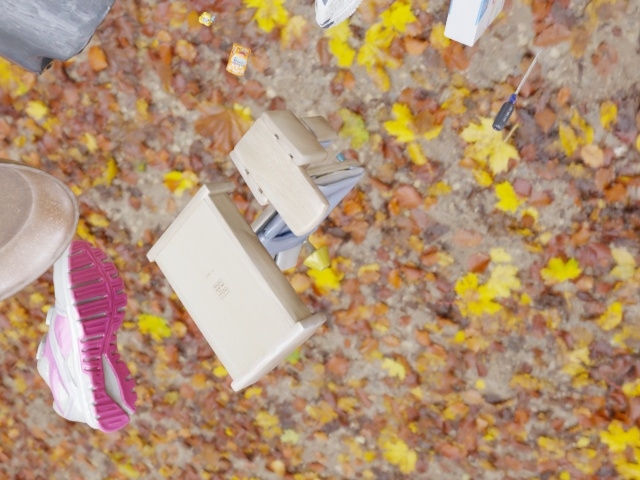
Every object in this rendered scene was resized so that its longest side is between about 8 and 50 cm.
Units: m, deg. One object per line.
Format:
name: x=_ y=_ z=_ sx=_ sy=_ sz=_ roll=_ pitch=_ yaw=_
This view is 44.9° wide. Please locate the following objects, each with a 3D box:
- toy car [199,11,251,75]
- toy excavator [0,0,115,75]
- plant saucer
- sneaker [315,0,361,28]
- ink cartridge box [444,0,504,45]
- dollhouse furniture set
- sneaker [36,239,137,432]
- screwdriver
toy car: x=-0.173 y=-0.348 z=1.368 sx=0.122 sy=0.060 sz=0.040 roll=35 pitch=163 yaw=-11
toy excavator: x=-0.055 y=-0.333 z=0.305 sx=0.445 sy=0.433 sz=0.222 roll=-12 pitch=149 yaw=42
plant saucer: x=-0.278 y=-0.002 z=0.564 sx=0.036 sy=0.199 sz=0.198 roll=57 pitch=132 yaw=20
sneaker: x=0.008 y=-0.504 z=1.381 sx=0.153 sy=0.094 sz=0.235 roll=58 pitch=165 yaw=18
ink cartridge box: x=0.249 y=-0.377 z=1.209 sx=0.052 sy=0.122 sz=0.088 roll=27 pitch=145 yaw=16
dollhouse furniture set: x=0.000 y=0.000 z=0.958 sx=0.286 sy=0.303 sz=0.198 roll=-45 pitch=75 yaw=33
sneaker: x=-0.322 y=0.126 z=1.012 sx=0.111 sy=0.103 sz=0.252 roll=-10 pitch=83 yaw=26
screwdriver: x=0.331 y=-0.257 z=1.302 sx=0.025 sy=0.170 sz=0.024 roll=25 pitch=169 yaw=7
